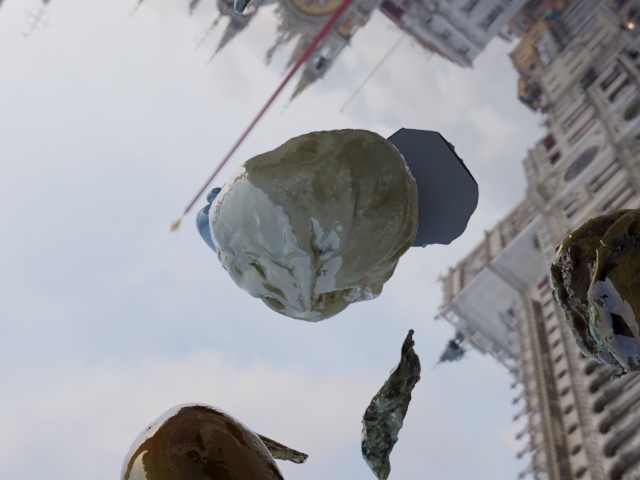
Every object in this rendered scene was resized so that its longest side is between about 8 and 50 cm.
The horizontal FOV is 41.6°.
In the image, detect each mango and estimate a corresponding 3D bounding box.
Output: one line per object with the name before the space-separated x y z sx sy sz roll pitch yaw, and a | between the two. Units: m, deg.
mango | -0.112 0.333 0.999 0.317 0.173 0.211 47 -179 23

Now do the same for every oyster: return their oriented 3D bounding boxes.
oyster | 0.131 0.292 1.580 0.087 0.199 0.252 21 -150 0

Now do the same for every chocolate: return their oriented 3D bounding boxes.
chocolate | 0.188 -0.107 1.591 0.224 0.206 0.177 52 -158 -6

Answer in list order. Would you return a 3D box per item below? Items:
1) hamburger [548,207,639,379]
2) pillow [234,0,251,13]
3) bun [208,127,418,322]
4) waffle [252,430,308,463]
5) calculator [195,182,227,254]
hamburger | 0.365 0.052 0.916 0.130 0.206 0.183 178 75 -84
pillow | -0.048 -0.414 1.036 0.052 0.212 0.208 22 -113 -8
bun | 0.000 0.000 0.834 0.231 0.231 0.133 17 -135 -43
waffle | -0.096 0.327 1.319 0.152 0.023 0.097 24 -172 4
calculator | -0.125 -0.020 1.553 0.303 0.188 0.042 57 -155 -60
